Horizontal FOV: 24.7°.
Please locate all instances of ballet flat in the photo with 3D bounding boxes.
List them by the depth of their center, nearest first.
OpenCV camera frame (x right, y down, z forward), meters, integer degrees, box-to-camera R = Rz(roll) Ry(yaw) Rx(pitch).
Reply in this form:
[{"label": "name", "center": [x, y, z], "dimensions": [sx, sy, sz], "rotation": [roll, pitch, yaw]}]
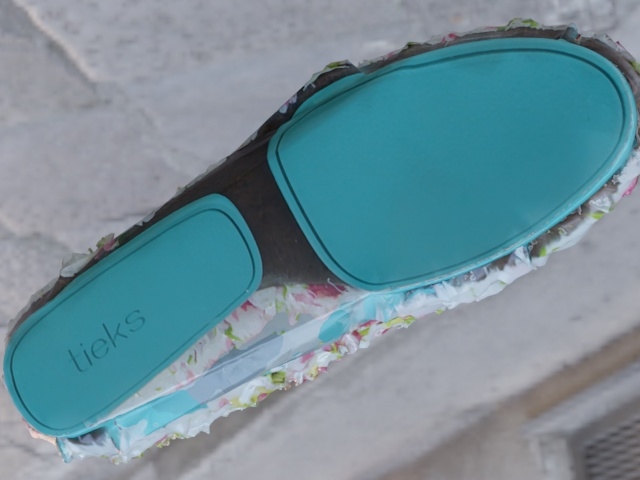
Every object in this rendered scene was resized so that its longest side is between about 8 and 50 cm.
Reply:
[{"label": "ballet flat", "center": [0.000, 0.000, 0.484], "dimensions": [0.241, 0.091, 0.077], "rotation": [-25, 169, 19]}]
